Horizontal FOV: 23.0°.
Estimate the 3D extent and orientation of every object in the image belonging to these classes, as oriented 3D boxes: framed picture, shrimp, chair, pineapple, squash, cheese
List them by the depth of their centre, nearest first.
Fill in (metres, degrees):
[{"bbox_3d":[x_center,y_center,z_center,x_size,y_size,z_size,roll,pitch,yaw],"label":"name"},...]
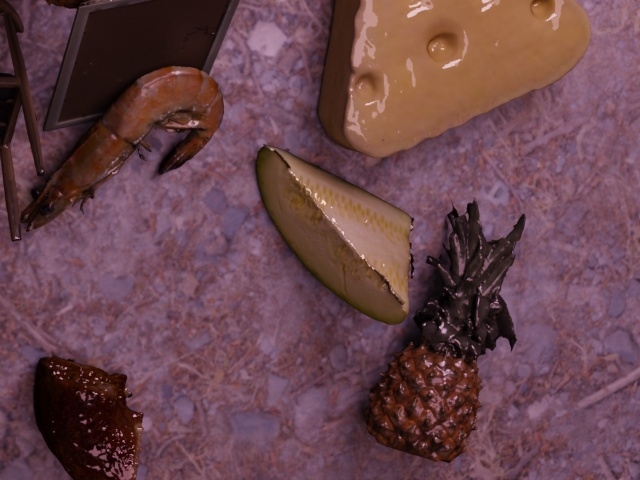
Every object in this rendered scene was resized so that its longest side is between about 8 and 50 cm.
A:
[{"bbox_3d":[-0.427,-0.148,1.823,0.188,0.166,0.272,0,60,-23],"label":"chair"},{"bbox_3d":[-0.210,-0.223,1.856,0.216,0.273,0.016,-15,69,-26],"label":"framed picture"},{"bbox_3d":[-0.239,-0.101,1.959,0.296,0.058,0.169,-42,142,11],"label":"shrimp"},{"bbox_3d":[0.144,-0.322,2.057,0.384,0.104,0.384,-6,106,-23],"label":"cheese"},{"bbox_3d":[0.000,0.000,2.069,0.252,0.093,0.169,26,47,-28],"label":"squash"},{"bbox_3d":[0.189,0.124,2.162,0.165,0.165,0.364,23,90,-27],"label":"pineapple"}]

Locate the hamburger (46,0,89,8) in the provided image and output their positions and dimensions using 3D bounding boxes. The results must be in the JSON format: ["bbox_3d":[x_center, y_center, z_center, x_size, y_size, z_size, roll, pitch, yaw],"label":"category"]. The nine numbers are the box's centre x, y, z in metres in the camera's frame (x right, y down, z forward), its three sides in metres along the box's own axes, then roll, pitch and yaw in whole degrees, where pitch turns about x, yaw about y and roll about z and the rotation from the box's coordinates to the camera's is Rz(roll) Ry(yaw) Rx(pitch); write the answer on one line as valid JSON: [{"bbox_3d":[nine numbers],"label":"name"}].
[{"bbox_3d":[-0.296,-0.401,1.747,0.225,0.291,0.291,-49,116,-11],"label":"hamburger"}]

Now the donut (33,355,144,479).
[{"bbox_3d":[-0.291,0.251,1.997,0.144,0.126,0.186,4,101,-18],"label":"donut"}]
